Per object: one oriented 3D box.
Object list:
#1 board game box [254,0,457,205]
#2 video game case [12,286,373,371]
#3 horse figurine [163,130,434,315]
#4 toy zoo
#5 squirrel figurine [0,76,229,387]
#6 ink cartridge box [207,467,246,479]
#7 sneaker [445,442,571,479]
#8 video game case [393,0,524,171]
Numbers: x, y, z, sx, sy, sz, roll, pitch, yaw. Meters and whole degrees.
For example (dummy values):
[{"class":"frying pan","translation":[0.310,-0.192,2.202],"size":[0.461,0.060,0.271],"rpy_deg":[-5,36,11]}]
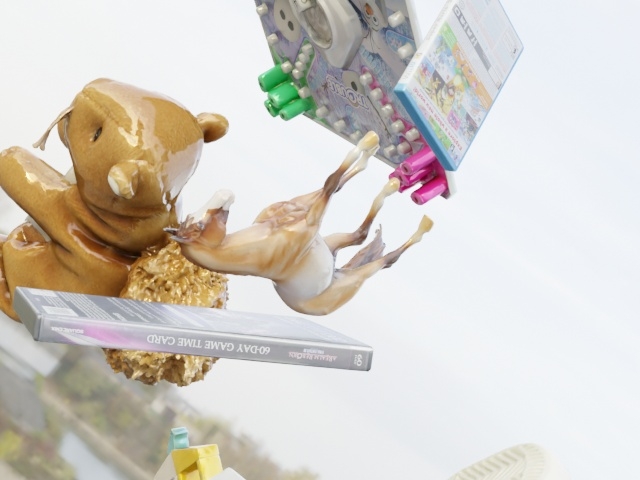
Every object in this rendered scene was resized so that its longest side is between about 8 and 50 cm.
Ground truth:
[{"class":"board game box","translation":[-0.007,-0.262,1.438],"size":[0.390,0.050,0.390],"rpy_deg":[36,-30,50]},{"class":"video game case","translation":[-0.116,0.074,1.045],"size":[0.274,0.026,0.196],"rpy_deg":[8,1,-19]},{"class":"horse figurine","translation":[0.000,0.000,1.028],"size":[0.066,0.174,0.263],"rpy_deg":[49,0,27]},{"class":"toy zoo","translation":[-0.155,0.384,1.570],"size":[0.192,0.030,0.293],"rpy_deg":[-42,-121,56]},{"class":"squirrel figurine","translation":[-0.223,-0.010,1.530],"size":[0.397,0.281,0.370],"rpy_deg":[53,-42,8]},{"class":"ink cartridge box","translation":[-0.143,0.385,1.292],"size":[0.197,0.272,0.114],"rpy_deg":[25,-45,51]},{"class":"sneaker","translation":[0.101,0.303,1.102],"size":[0.350,0.131,0.148],"rpy_deg":[-26,-74,41]},{"class":"video game case","translation":[0.137,-0.167,1.181],"size":[0.015,0.166,0.119],"rpy_deg":[9,-31,41]}]
